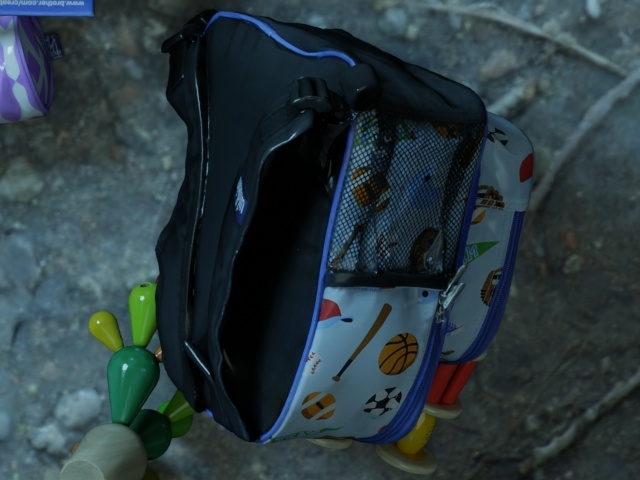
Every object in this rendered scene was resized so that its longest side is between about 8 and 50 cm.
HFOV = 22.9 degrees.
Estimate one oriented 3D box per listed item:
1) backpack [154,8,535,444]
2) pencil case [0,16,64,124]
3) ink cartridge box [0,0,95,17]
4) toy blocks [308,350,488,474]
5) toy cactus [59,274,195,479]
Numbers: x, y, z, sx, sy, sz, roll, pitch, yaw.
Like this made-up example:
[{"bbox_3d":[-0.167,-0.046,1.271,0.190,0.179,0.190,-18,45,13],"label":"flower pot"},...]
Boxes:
[{"bbox_3d":[0.000,0.000,1.036,0.213,0.276,0.263,12,102,-25],"label":"backpack"},{"bbox_3d":[-0.281,-0.109,1.064,0.206,0.086,0.088,-13,109,1],"label":"pencil case"},{"bbox_3d":[-0.225,-0.295,0.966,0.185,0.065,0.311,1,91,-4],"label":"ink cartridge box"},{"bbox_3d":[0.057,0.089,1.174,0.123,0.054,0.148,18,107,-10],"label":"toy blocks"},{"bbox_3d":[-0.141,0.137,1.120,0.112,0.180,0.219,16,103,12],"label":"toy cactus"}]
